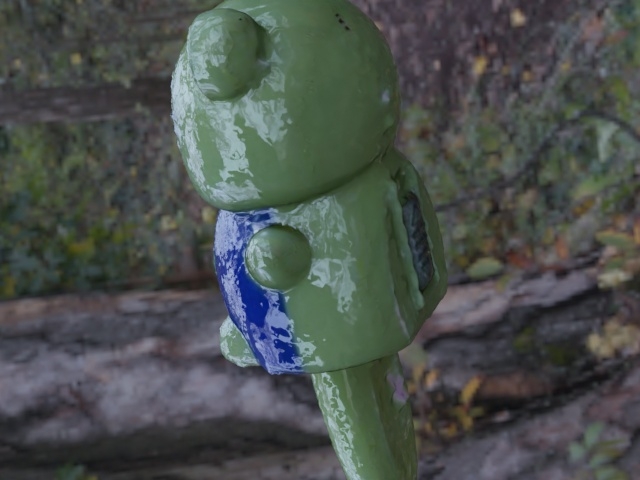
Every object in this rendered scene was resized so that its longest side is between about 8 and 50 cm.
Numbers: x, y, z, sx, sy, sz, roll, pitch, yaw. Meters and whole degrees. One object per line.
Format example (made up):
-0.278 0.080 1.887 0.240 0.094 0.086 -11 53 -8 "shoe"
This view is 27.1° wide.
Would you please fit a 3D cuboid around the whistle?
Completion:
0.000 0.000 0.504 0.105 0.085 0.227 -48 -52 -58 "whistle"
